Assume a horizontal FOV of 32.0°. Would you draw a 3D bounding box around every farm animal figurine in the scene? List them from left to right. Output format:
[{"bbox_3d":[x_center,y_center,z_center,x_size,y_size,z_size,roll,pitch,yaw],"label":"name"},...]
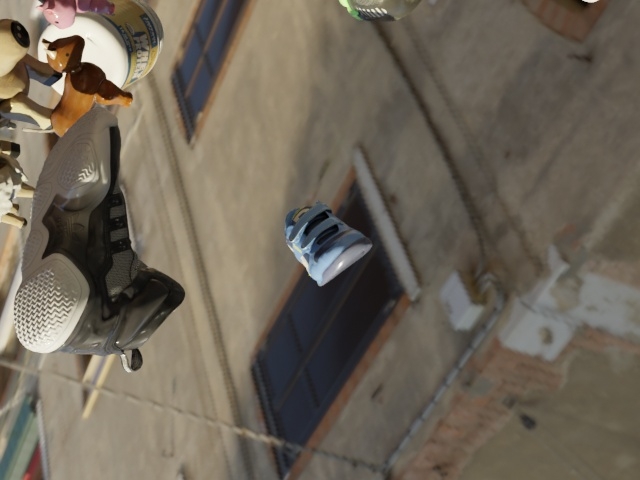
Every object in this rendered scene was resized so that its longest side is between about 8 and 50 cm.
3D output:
[{"bbox_3d":[-0.379,-0.218,1.316,0.172,0.327,0.330,18,-142,-45],"label":"farm animal figurine"}]

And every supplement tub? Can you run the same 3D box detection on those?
[{"bbox_3d":[-0.340,-0.308,1.766,0.144,0.144,0.199,30,-153,1],"label":"supplement tub"}]

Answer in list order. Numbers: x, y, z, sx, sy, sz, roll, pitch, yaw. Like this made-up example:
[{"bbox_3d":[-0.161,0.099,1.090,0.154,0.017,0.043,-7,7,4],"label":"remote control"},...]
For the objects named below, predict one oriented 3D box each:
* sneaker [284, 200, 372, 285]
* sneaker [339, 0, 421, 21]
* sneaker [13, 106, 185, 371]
[{"bbox_3d":[0.000,0.000,0.939,0.053,0.144,0.059,-35,-81,-11],"label":"sneaker"},{"bbox_3d":[0.186,-0.357,0.894,0.202,0.483,0.185,49,-162,20],"label":"sneaker"},{"bbox_3d":[-0.217,0.004,1.154,0.153,0.101,0.268,27,-121,-39],"label":"sneaker"}]
